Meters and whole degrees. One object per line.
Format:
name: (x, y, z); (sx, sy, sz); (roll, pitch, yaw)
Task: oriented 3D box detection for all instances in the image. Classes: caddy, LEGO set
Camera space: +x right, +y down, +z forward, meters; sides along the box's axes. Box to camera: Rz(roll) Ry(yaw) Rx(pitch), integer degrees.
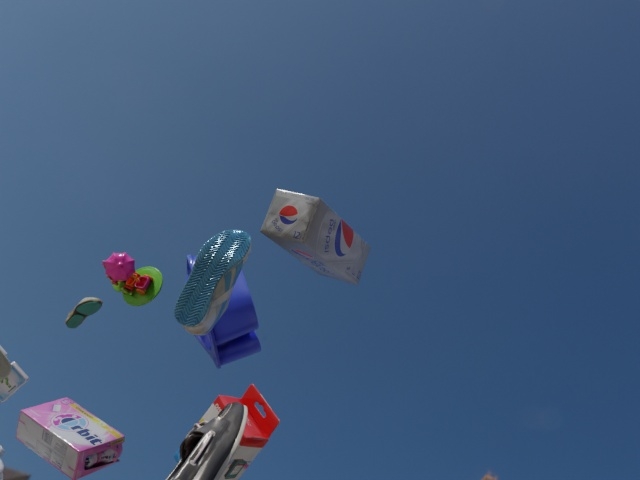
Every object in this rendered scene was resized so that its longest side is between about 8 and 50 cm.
caddy: (-0.286, 0.182, 1.793); (0.179, 0.341, 0.241); (-15, -40, -13)
LEGO set: (-0.750, 0.296, 1.348); (0.244, 0.060, 0.182); (-40, -89, 9)

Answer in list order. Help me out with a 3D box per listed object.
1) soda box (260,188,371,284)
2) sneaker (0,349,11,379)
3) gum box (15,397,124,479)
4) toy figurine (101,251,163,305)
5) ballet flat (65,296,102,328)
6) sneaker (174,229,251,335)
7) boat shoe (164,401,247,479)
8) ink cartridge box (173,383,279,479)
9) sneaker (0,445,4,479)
soda box: (0.000, 0.000, 1.281); (0.098, 0.091, 0.286); (14, -13, 28)
sneaker: (-0.601, 0.174, 1.152); (0.085, 0.058, 0.152); (-6, -69, 43)
gum box: (-0.477, 0.378, 1.259); (0.188, 0.107, 0.062); (20, -78, 29)
toy figurine: (-0.560, 0.090, 1.864); (0.173, 0.130, 0.159); (12, -27, 27)
ballet flat: (-0.664, 0.188, 1.836); (0.168, 0.052, 0.057); (-34, -47, 30)
sneaker: (-0.207, 0.079, 1.294); (0.088, 0.228, 0.092); (22, -24, 16)
boat shoe: (-0.208, 0.363, 1.058); (0.096, 0.335, 0.112); (35, -60, -6)
ink cartridge box: (-0.207, 0.438, 1.444); (0.231, 0.078, 0.134); (-54, -130, 9)
sneaker: (-0.767, 0.541, 1.338); (0.210, 0.366, 0.137); (4, -64, -22)
